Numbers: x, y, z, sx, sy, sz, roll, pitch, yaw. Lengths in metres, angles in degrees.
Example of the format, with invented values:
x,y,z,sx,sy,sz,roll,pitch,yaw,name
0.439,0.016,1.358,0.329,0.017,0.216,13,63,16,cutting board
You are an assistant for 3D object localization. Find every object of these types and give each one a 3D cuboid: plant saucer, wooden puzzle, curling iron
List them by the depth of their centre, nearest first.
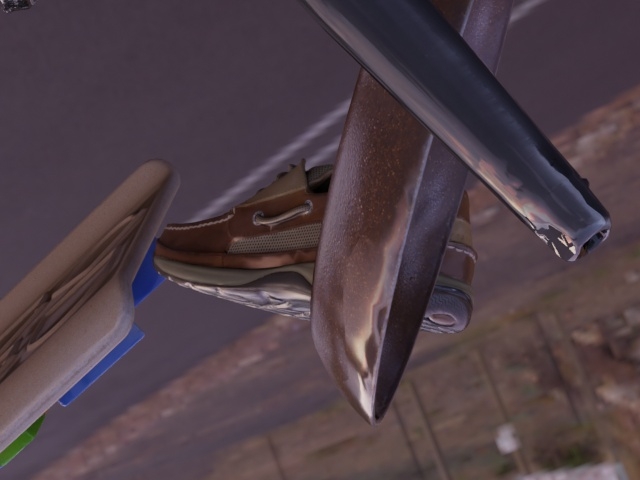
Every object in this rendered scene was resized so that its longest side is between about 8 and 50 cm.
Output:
x,y,z,sx,sy,sz,roll,pitch,yaw,name
-0.007,-0.095,0.480,0.035,0.274,0.068,-46,152,7,curling iron
0.052,-0.056,0.852,0.050,0.311,0.310,15,171,7,plant saucer
-0.254,0.099,1.558,0.322,0.080,0.348,-42,-163,17,wooden puzzle

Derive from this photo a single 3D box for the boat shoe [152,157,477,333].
x,y,z,sx,sy,sz,roll,pitch,yaw,name
0.000,0.000,1.292,0.324,0.120,0.122,4,169,43,boat shoe

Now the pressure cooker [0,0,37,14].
x,y,z,sx,sy,sz,roll,pitch,yaw,name
-0.315,-0.442,1.486,0.420,0.370,0.375,-41,145,-2,pressure cooker
